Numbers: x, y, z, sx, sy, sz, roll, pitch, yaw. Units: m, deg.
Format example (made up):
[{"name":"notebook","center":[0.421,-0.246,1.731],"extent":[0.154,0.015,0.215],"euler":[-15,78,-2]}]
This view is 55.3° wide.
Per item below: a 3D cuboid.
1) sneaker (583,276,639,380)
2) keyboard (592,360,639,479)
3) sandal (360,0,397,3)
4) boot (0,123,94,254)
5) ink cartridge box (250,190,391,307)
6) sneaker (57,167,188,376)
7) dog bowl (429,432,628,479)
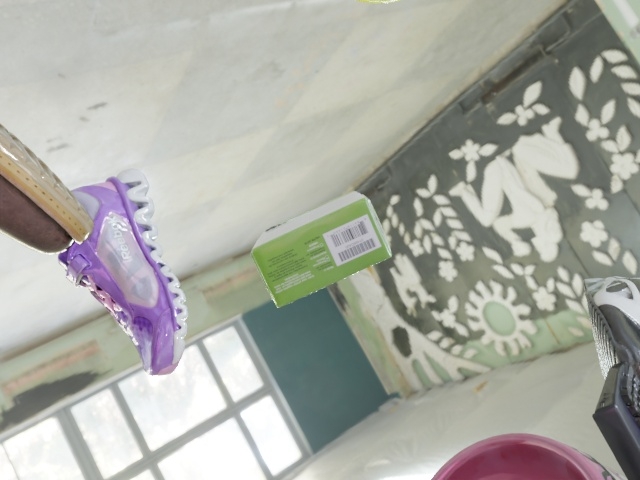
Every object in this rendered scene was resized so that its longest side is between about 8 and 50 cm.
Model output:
[{"name":"sneaker","center":[0.434,0.106,0.810],"extent":[0.146,0.122,0.330],"euler":[-11,-171,24]},{"name":"keyboard","center":[0.348,0.283,0.576],"extent":[0.033,0.317,0.201],"euler":[-30,-177,40]},{"name":"sandal","center":[-0.015,-0.266,0.278],"extent":[0.126,0.317,0.138],"euler":[-16,-145,30]},{"name":"boot","center":[-0.276,-0.011,0.316],"extent":[0.207,0.248,0.090],"euler":[-53,-151,-5]},{"name":"ink cartridge box","center":[0.000,0.000,0.996],"extent":[0.188,0.097,0.255],"euler":[-24,-172,3]},{"name":"sneaker","center":[-0.215,0.036,0.640],"extent":[0.104,0.236,0.095],"euler":[-9,157,-38]},{"name":"dog bowl","center":[0.295,0.471,0.898],"extent":[0.408,0.150,0.408],"euler":[-34,-153,20]}]
